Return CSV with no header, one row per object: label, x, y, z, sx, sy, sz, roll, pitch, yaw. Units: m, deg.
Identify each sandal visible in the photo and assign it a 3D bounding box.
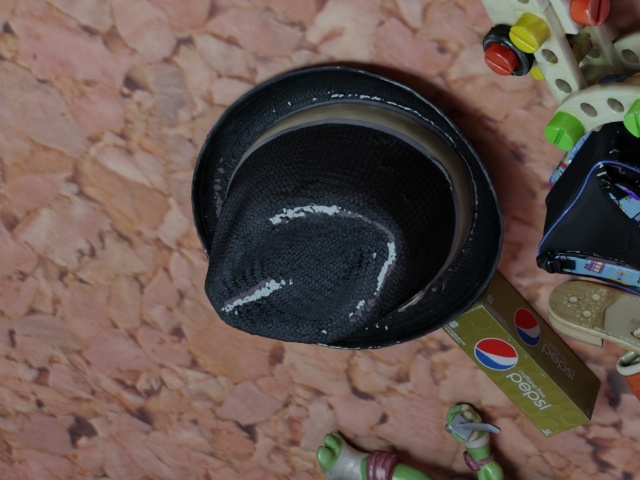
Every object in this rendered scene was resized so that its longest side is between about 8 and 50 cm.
sandal,0.330,0.067,1.684,0.240,0.088,0.079,11,140,21

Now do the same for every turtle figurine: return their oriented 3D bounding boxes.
turtle figurine,0.103,0.276,1.907,0.266,0.275,0.197,1,97,28

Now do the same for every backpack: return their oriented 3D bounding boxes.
backpack,0.301,-0.024,1.590,0.173,0.117,0.158,21,137,-6

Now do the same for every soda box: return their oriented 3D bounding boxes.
soda box,0.205,0.116,1.805,0.061,0.058,0.181,-27,116,39

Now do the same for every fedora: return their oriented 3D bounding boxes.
fedora,0.000,0.000,1.684,0.334,0.152,0.334,11,121,19

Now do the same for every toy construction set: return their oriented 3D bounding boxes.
toy construction set,0.222,-0.201,1.437,0.215,0.151,0.327,16,133,45

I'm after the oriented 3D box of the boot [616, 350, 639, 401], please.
boot,0.366,0.123,1.744,0.158,0.059,0.084,-28,111,40
